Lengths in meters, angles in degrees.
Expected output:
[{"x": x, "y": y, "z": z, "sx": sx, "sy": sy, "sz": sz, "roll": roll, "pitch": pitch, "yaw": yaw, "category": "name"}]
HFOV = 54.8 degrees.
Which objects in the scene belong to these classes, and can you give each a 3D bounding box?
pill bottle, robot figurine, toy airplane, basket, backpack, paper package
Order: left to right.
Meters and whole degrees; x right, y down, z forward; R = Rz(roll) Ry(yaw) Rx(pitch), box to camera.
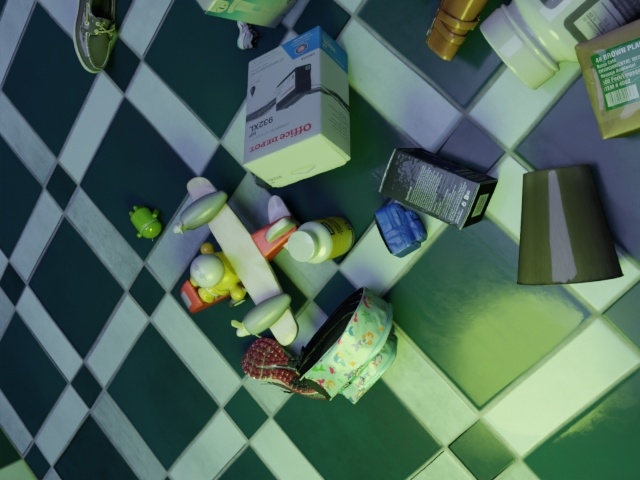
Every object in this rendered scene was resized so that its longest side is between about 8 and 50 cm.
[{"x": -0.532, "y": -0.055, "z": 1.886, "sx": 0.115, "sy": 0.067, "sz": 0.101, "roll": 48, "pitch": 110, "yaw": 15, "category": "robot figurine"}, {"x": -0.213, "y": 0.053, "z": 1.597, "sx": 0.386, "sy": 0.272, "sz": 0.385, "roll": 15, "pitch": 105, "yaw": 28, "category": "toy airplane"}, {"x": 0.000, "y": 0.000, "z": 1.514, "sx": 0.103, "sy": 0.184, "sz": 0.103, "roll": 6, "pitch": 102, "yaw": 29, "category": "pill bottle"}, {"x": 0.080, "y": 0.246, "z": 1.491, "sx": 0.191, "sy": 0.225, "sz": 0.254, "roll": 31, "pitch": 110, "yaw": -1, "category": "backpack"}, {"x": 0.188, "y": -0.032, "z": 1.454, "sx": 0.101, "sy": 0.098, "sz": 0.120, "roll": -30, "pitch": 73, "yaw": 10, "category": "backpack"}, {"x": 0.487, "y": -0.032, "z": 1.249, "sx": 0.204, "sy": 0.154, "sz": 0.227, "roll": -7, "pitch": 91, "yaw": 29, "category": "basket"}, {"x": 0.488, "y": -0.465, "z": 1.139, "sx": 0.361, "sy": 0.204, "sz": 0.204, "roll": -40, "pitch": 78, "yaw": 29, "category": "pill bottle"}, {"x": 0.627, "y": -0.300, "z": 1.024, "sx": 0.324, "sy": 0.309, "sz": 0.168, "roll": -17, "pitch": 89, "yaw": 33, "category": "paper package"}]

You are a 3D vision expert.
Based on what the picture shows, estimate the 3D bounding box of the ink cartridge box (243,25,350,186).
[{"x": -0.056, "y": -0.310, "z": 1.453, "sx": 0.223, "sy": 0.129, "sz": 0.308, "roll": -16, "pitch": 61, "yaw": 30, "category": "ink cartridge box"}]

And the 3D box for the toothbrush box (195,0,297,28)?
[{"x": -0.151, "y": -0.628, "z": 1.432, "sx": 0.216, "sy": 0.295, "sz": 0.126, "roll": -43, "pitch": 79, "yaw": 29, "category": "toothbrush box"}]

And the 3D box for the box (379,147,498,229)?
[{"x": 0.260, "y": -0.120, "z": 1.361, "sx": 0.207, "sy": 0.153, "sz": 0.108, "roll": 27, "pitch": 111, "yaw": 23, "category": "box"}]

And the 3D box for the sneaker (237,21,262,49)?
[{"x": -0.181, "y": -0.550, "z": 1.617, "sx": 0.069, "sy": 0.038, "sz": 0.098, "roll": 12, "pitch": 114, "yaw": 27, "category": "sneaker"}]

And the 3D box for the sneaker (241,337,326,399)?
[{"x": -0.095, "y": 0.360, "z": 1.680, "sx": 0.299, "sy": 0.112, "sz": 0.121, "roll": 17, "pitch": 67, "yaw": 38, "category": "sneaker"}]

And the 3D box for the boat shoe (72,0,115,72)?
[{"x": -0.665, "y": -0.657, "z": 1.839, "sx": 0.091, "sy": 0.109, "sz": 0.305, "roll": 6, "pitch": 98, "yaw": 34, "category": "boat shoe"}]

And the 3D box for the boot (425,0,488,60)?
[{"x": 0.287, "y": -0.469, "z": 1.227, "sx": 0.109, "sy": 0.283, "sz": 0.220, "roll": 22, "pitch": 113, "yaw": -13, "category": "boot"}]

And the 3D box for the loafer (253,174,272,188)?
[{"x": -0.086, "y": -0.218, "z": 1.586, "sx": 0.267, "sy": 0.084, "sz": 0.096, "roll": -32, "pitch": 84, "yaw": 30, "category": "loafer"}]
